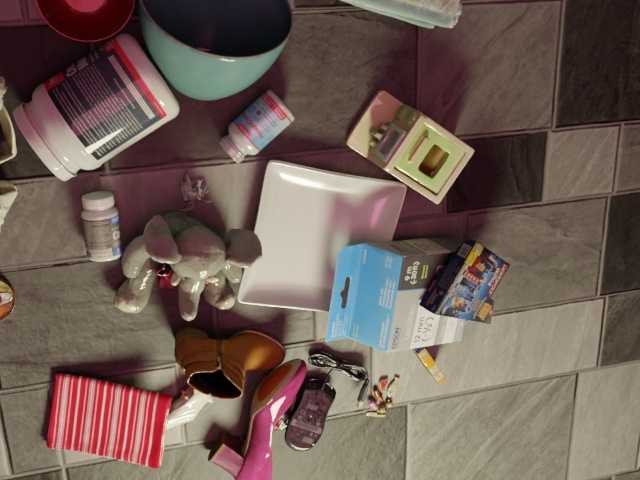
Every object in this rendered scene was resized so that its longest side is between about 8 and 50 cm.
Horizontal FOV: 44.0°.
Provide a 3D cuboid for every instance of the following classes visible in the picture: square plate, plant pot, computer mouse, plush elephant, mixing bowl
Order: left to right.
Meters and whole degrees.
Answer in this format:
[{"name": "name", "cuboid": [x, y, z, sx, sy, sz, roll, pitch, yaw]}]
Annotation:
[{"name": "mixing bowl", "cuboid": [-0.449, -0.477, 1.511, 0.181, 0.098, 0.181, -6, 112, -15]}, {"name": "plush elephant", "cuboid": [-0.275, 0.047, 1.674, 0.272, 0.255, 0.330, 6, 108, -19]}, {"name": "plant pot", "cuboid": [-0.218, -0.390, 1.546, 0.290, 0.290, 0.195, 3, 145, -18]}, {"name": "square plate", "cuboid": [0.000, 0.000, 1.856, 0.344, 0.049, 0.347, 8, 107, -20]}, {"name": "computer mouse", "cuboid": [0.016, 0.413, 2.014, 0.184, 0.060, 0.262, 17, 93, -18]}]

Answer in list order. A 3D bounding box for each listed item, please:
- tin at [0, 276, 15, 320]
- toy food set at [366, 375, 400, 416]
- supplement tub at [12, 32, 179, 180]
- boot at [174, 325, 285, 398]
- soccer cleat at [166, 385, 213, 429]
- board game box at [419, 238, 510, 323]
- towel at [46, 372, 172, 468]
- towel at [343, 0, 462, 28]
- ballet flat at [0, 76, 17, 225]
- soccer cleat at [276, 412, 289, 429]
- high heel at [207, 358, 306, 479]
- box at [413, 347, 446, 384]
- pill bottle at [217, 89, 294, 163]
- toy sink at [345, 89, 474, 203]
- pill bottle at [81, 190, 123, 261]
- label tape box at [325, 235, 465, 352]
[{"name": "tin", "cuboid": [-0.748, 0.131, 1.683, 0.190, 0.040, 0.106, -11, 117, -13]}, {"name": "toy food set", "cuboid": [0.162, 0.412, 2.076, 0.078, 0.019, 0.122, 8, 107, -20]}, {"name": "supplement tub", "cuboid": [-0.433, -0.259, 1.547, 0.272, 0.191, 0.191, -34, 116, -3]}, {"name": "boot", "cuboid": [-0.193, 0.282, 1.807, 0.283, 0.220, 0.109, 20, 103, -23]}, {"name": "soccer cleat", "cuboid": [-0.346, 0.420, 1.900, 0.196, 0.068, 0.076, -37, 119, -4]}, {"name": "board game box", "cuboid": [0.356, 0.114, 1.877, 0.194, 0.060, 0.194, 31, 90, -39]}, {"name": "towel", "cuboid": [-0.489, 0.420, 1.834, 0.275, 0.031, 0.198, 12, 106, -4]}, {"name": "towel", "cuboid": [0.177, -0.613, 1.593, 0.374, 0.090, 0.320, 1, 108, -42]}, {"name": "ballet flat", "cuboid": [-0.662, -0.138, 1.563, 0.147, 0.147, 0.408, 0, 111, -17]}, {"name": "soccer cleat", "cuboid": [-0.098, 0.442, 2.005, 0.036, 0.029, 0.083, -12, 116, -22]}, {"name": "high heel", "cuboid": [-0.104, 0.454, 1.948, 0.181, 0.127, 0.377, 33, 113, -15]}, {"name": "box", "cuboid": [0.268, 0.301, 2.033, 0.028, 0.081, 0.136, -35, 116, -2]}, {"name": "pill bottle", "cuboid": [-0.140, -0.241, 1.701, 0.160, 0.087, 0.087, -42, 116, 1]}, {"name": "toy sink", "cuboid": [0.202, -0.212, 1.792, 0.234, 0.131, 0.152, 31, 98, -24]}, {"name": "pill bottle", "cuboid": [-0.465, -0.031, 1.685, 0.078, 0.078, 0.137, -7, 112, -14]}, {"name": "label tape box", "cuboid": [0.196, 0.131, 1.887, 0.348, 0.115, 0.249, -5, 112, -33]}]
